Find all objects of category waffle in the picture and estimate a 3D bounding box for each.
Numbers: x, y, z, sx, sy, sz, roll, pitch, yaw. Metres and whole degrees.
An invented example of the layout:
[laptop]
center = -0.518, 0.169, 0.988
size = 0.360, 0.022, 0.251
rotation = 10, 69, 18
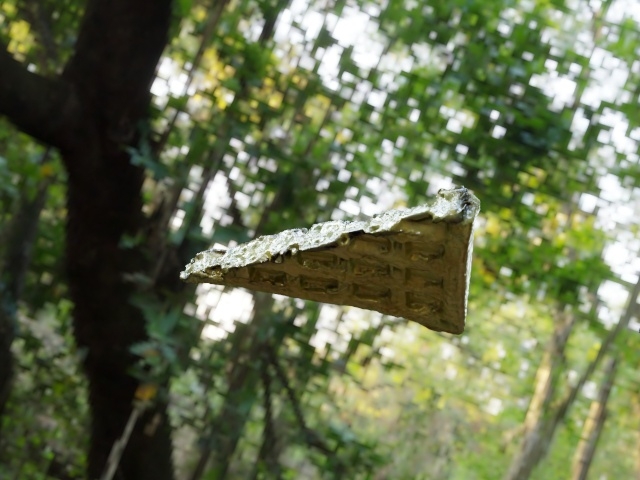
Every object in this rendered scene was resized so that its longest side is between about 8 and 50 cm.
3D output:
[waffle]
center = 0.000, 0.000, 0.679
size = 0.153, 0.023, 0.097
rotation = 10, -37, 13

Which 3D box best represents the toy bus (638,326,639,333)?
[toy bus]
center = 0.311, 0.068, 0.897
size = 0.182, 0.091, 0.103
rotation = 7, 40, -29
